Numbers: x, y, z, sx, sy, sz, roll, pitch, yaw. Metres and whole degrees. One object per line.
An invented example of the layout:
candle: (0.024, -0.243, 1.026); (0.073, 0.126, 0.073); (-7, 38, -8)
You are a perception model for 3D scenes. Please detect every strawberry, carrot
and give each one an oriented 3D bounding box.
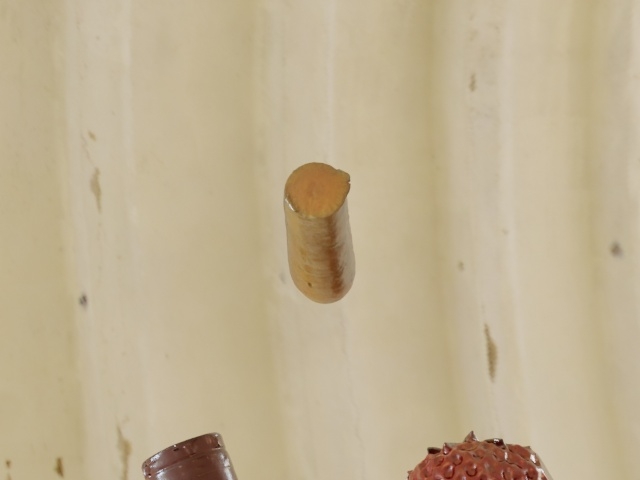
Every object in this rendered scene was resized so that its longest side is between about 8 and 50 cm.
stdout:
strawberry: (0.187, 0.358, 1.419); (0.205, 0.244, 0.205); (1, -44, 1)
carrot: (0.000, 0.000, 1.127); (0.067, 0.067, 0.225); (-27, -22, -10)

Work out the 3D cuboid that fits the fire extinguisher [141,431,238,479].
fire extinguisher: (-0.096, 0.343, 1.287); (0.104, 0.269, 0.105); (-21, -16, -6)
